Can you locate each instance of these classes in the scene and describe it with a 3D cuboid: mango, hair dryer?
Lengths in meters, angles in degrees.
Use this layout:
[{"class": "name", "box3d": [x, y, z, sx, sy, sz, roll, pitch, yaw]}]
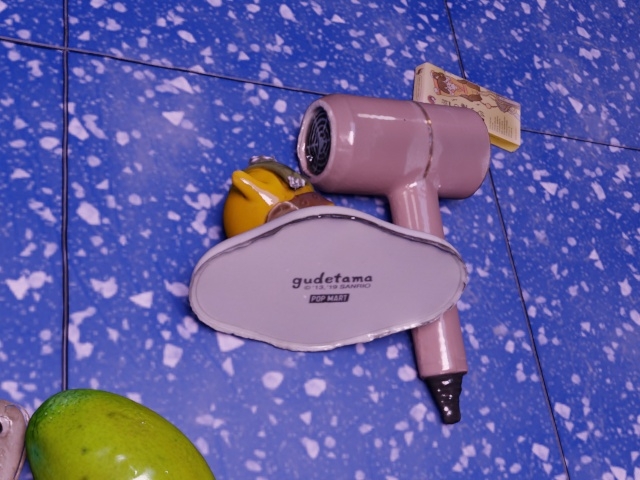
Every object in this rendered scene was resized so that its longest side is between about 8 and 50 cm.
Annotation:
[{"class": "mango", "box3d": [-0.145, 0.184, 0.629, 0.178, 0.100, 0.119, 49, 52, 6]}, {"class": "hair dryer", "box3d": [0.093, 0.014, 0.866, 0.189, 0.107, 0.344, 2, 68, -27]}]

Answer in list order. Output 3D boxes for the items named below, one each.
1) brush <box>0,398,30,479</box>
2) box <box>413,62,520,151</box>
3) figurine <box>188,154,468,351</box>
[{"class": "brush", "box3d": [-0.250, 0.255, 0.558, 0.070, 0.065, 0.327, 17, 55, -18]}, {"class": "box", "box3d": [0.183, -0.166, 1.058, 0.149, 0.020, 0.073, 19, 56, -17]}, {"class": "figurine", "box3d": [0.000, 0.000, 0.801, 0.250, 0.166, 0.141, 7, 39, -18]}]
